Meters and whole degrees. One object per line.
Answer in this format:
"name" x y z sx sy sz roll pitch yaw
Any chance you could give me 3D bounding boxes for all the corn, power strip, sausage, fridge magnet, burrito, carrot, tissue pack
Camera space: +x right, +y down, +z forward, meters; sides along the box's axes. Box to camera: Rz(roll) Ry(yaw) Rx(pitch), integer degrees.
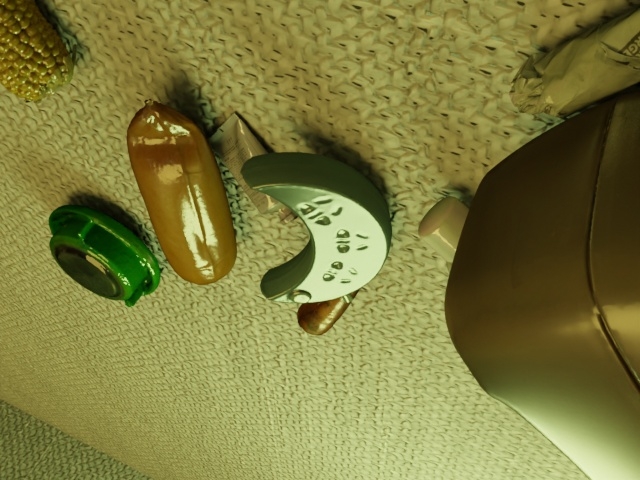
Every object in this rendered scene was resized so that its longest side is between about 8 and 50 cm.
"corn" -0.382 -0.275 0.883 0.091 0.091 0.260 2 133 43
"power strip" 0.000 0.000 0.911 0.168 0.054 0.253 -1 140 6
"sausage" -0.174 -0.068 0.976 0.112 0.112 0.328 19 146 19
"fridge magnet" -0.357 0.024 1.269 0.208 0.088 0.208 22 147 15
"burrito" 0.224 -0.142 0.576 0.064 0.064 0.203 42 146 -16
"carrot" 0.015 0.082 1.074 0.055 0.055 0.161 34 141 -4
"tissue pack" 0.309 0.076 0.604 0.277 0.267 0.387 -19 123 46

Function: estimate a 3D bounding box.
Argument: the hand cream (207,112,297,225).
"hand cream" -0.075 -0.081 0.936 0.142 0.053 0.084 53 145 -5

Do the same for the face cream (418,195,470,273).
"face cream" 0.215 0.055 0.834 0.269 0.082 0.082 40 147 -14
